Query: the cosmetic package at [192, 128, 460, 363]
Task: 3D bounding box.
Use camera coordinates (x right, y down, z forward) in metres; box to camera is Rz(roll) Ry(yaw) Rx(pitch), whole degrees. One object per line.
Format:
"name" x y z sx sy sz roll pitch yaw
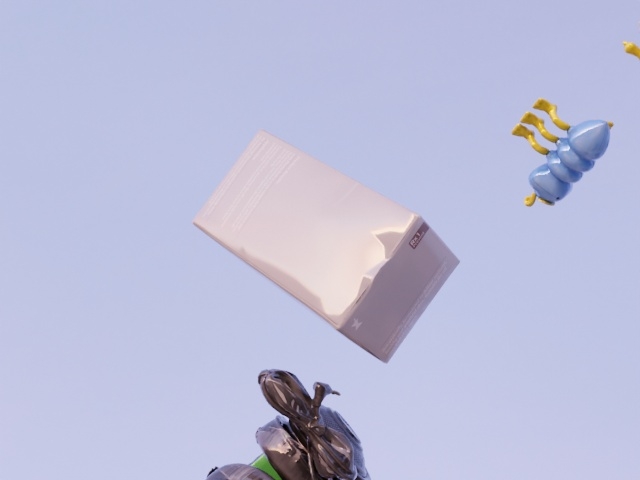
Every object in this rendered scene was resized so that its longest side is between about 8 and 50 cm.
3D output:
"cosmetic package" 0.000 0.000 0.890 0.238 0.127 0.107 35 -4 39

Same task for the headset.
"headset" -0.062 0.250 1.011 0.185 0.243 0.394 51 -29 1

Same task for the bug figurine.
"bug figurine" 0.316 -0.084 0.795 0.278 0.072 0.216 10 -45 -23
